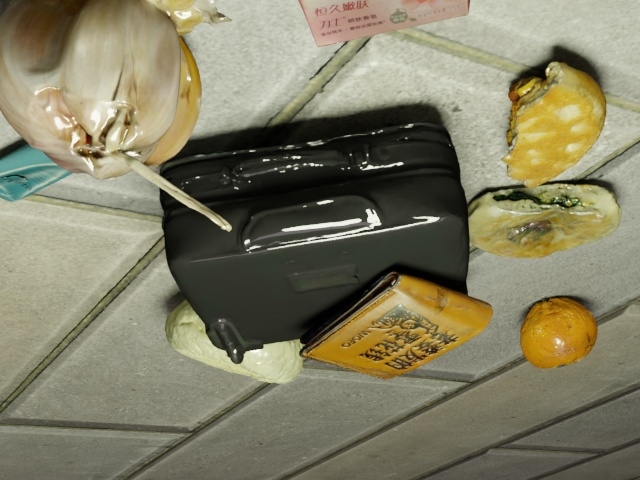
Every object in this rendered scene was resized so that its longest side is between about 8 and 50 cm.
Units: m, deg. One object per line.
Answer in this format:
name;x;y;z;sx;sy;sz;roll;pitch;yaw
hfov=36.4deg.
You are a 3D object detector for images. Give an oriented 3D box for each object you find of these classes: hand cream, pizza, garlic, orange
hand cream;-0.304;-0.088;1.070;0.224;0.048;0.083;-20;154;34
pizza;0.260;-0.133;1.105;0.127;0.058;0.246;-15;155;11
garlic;-0.147;-0.137;0.843;0.207;0.257;0.207;-41;151;-29
orange;0.408;0.158;1.671;0.135;0.117;0.135;-6;168;-1

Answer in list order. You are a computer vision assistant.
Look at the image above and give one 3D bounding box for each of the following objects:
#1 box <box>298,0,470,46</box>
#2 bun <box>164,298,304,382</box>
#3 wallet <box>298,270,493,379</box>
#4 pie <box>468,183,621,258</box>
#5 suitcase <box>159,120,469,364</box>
box;0.053;-0.235;0.846;0.156;0.060;0.111;-12;152;7
bun;-0.120;0.129;1.444;0.220;0.134;0.220;17;168;4
wallet;0.088;0.108;1.162;0.161;0.042;0.195;18;142;-35
pie;0.301;-0.023;1.348;0.218;0.052;0.185;-4;159;-3
suitcase;0.000;0.000;1.158;0.345;0.188;0.339;-8;155;4
